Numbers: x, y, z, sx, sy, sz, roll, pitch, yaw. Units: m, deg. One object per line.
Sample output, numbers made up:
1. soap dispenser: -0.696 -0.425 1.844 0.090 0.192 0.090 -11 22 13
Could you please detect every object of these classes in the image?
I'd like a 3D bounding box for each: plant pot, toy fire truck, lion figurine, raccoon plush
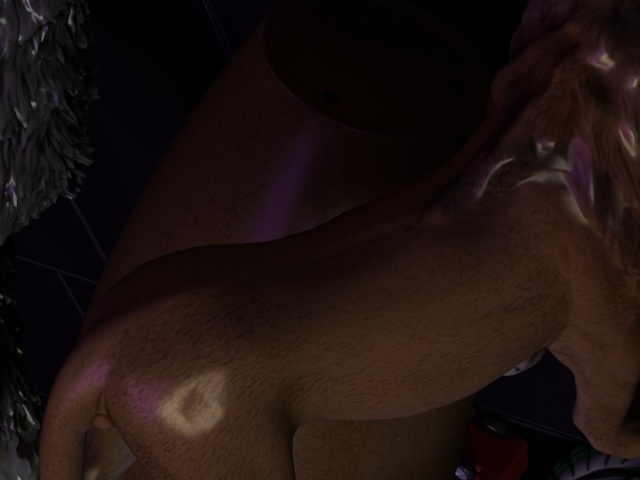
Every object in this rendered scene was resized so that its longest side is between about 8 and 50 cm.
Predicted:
1. plant pot: 0.000 0.000 0.801 0.237 0.237 0.254 34 134 16
2. toy fire truck: 0.098 0.168 1.048 0.192 0.047 0.135 27 149 27
3. lion figurine: 0.025 0.026 0.607 0.142 0.392 0.240 45 158 37
4. raccoon plush: -0.160 -0.089 0.796 0.299 0.216 0.446 -28 84 60

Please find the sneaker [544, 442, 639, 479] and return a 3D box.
1. sneaker: 0.206 0.192 0.844 0.134 0.146 0.343 47 152 -7
